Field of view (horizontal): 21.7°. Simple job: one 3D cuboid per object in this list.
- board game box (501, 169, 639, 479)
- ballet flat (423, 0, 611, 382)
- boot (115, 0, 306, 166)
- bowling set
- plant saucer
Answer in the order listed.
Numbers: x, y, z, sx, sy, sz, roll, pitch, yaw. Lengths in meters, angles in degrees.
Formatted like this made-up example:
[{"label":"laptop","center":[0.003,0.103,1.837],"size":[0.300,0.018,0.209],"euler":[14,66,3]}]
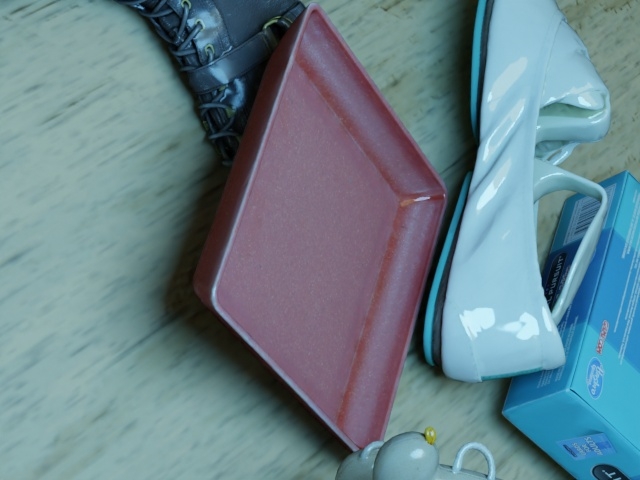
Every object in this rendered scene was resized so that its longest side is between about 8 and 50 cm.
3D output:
[{"label":"board game box","center":[0.324,0.142,1.475],"size":[0.336,0.079,0.254],"euler":[42,48,-21]},{"label":"ballet flat","center":[0.179,-0.066,1.398],"size":[0.139,0.139,0.400],"euler":[24,65,-30]},{"label":"boot","center":[-0.100,-0.159,1.253],"size":[0.263,0.091,0.229],"euler":[-30,104,-33]},{"label":"bowling set","center":[0.023,0.232,1.203],"size":[0.154,0.200,0.287],"euler":[32,101,-21]},{"label":"plant saucer","center":[0.000,0.000,1.255],"size":[0.259,0.047,0.258],"euler":[49,49,-46]}]
